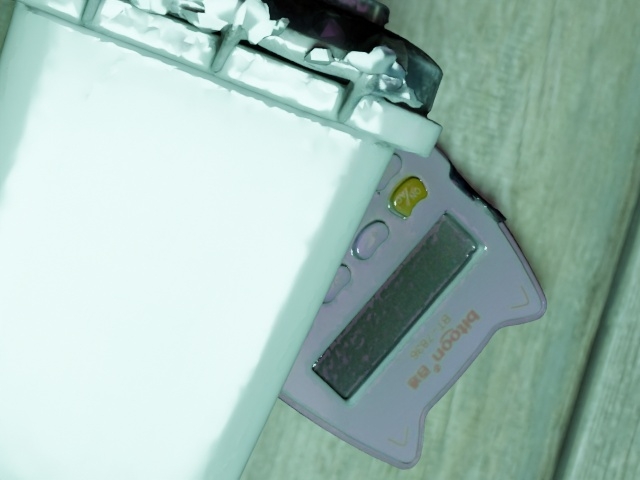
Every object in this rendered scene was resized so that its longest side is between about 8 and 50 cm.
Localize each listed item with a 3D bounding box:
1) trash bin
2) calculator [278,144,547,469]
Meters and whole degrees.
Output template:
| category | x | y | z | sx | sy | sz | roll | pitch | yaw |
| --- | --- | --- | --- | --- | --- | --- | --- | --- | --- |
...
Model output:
| category | x | y | z | sx | sy | sz | roll | pitch | yaw |
| --- | --- | --- | --- | --- | --- | --- | --- | --- | --- |
| trash bin | -0.105 | 0.017 | 1.041 | 0.255 | 0.296 | 0.368 | 21 | 93 | -9 |
| calculator | 0.000 | 0.000 | 1.232 | 0.294 | 0.043 | 0.194 | 44 | 82 | -18 |
